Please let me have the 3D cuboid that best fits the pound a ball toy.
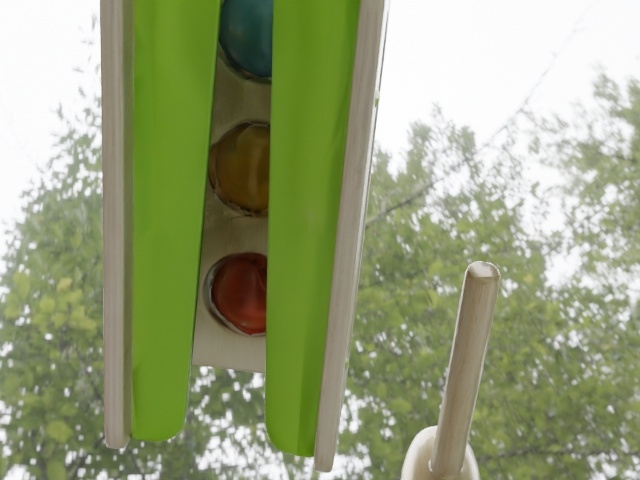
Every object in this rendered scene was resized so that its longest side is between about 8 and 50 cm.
[{"bbox_3d":[0.000,0.000,0.539,0.208,0.136,0.319,6,-63,2],"label":"pound a ball toy"}]
